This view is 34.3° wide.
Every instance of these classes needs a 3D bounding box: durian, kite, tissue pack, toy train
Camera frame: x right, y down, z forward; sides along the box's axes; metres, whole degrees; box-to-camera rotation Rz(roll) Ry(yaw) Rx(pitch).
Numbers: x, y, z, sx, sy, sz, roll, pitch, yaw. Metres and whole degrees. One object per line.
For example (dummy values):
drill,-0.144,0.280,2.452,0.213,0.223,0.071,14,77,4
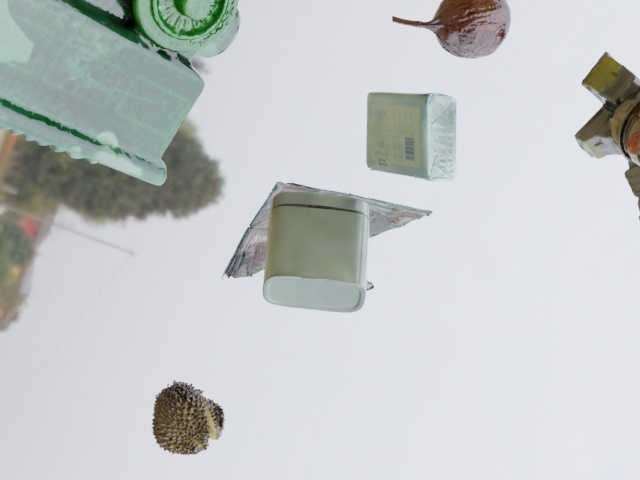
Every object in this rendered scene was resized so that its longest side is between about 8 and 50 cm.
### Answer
durian,-0.207,0.252,1.557,0.140,0.110,0.071,53,-20,48
kite,0.000,0.000,1.511,0.335,0.314,0.011,-18,-127,16
tissue pack,0.190,-0.224,2.185,0.263,0.089,0.177,-161,-111,-64
toy train,-0.185,-0.180,0.770,0.202,0.266,0.145,-56,-133,12

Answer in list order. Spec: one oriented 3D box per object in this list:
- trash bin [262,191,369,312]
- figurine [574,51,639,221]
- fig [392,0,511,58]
trash bin,-0.004,0.011,1.169,0.059,0.116,0.130,96,-2,-47
figurine,0.612,-0.204,1.917,0.167,0.342,0.285,-31,-141,-8
fig,0.235,-0.394,1.849,0.134,0.201,0.146,55,-44,37
